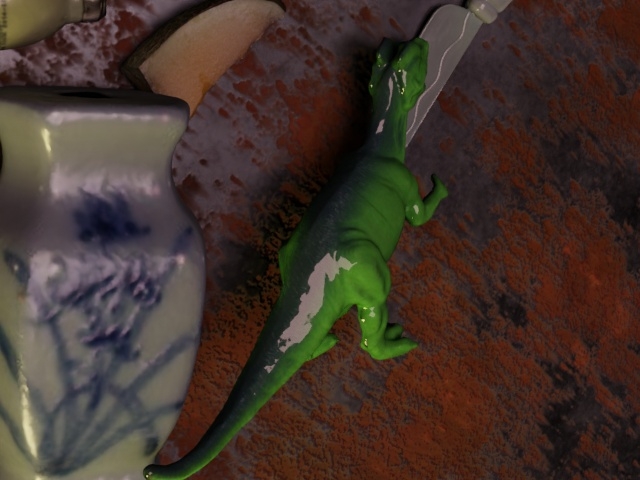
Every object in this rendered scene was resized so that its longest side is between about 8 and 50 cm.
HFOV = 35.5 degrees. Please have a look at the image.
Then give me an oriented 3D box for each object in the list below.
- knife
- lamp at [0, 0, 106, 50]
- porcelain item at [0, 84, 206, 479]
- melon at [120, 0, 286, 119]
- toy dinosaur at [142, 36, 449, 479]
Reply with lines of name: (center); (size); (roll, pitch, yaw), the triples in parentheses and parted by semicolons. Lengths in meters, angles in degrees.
knife: (0.169, -0.260, 1.218); (0.080, 0.044, 0.331); (39, 85, -32)
lamp: (-0.311, -0.217, 0.887); (0.250, 0.101, 0.101); (-6, 106, -23)
porcelain item: (-0.228, 0.061, 0.964); (0.242, 0.178, 0.405); (-3, 104, -31)
melon: (-0.116, -0.207, 1.042); (0.182, 0.054, 0.098); (-50, 128, -11)
toy dinosaur: (0.000, 0.000, 1.036); (0.500, 0.143, 0.375); (-30, 130, -55)
